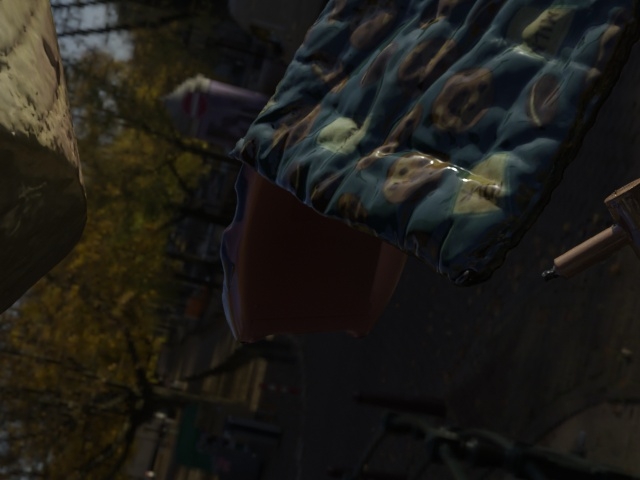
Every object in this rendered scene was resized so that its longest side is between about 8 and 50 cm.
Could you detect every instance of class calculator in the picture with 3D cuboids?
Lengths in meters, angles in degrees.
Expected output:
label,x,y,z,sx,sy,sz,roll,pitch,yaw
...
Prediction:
label,x,y,z,sx,sy,sz,roll,pitch,yaw
calculator,0.000,0.000,1.125,0.048,0.220,0.330,-107,21,-48

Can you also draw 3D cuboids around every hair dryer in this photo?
label,x,y,z,sx,sy,sz,roll,pitch,yaw
hair dryer,0.374,0.010,1.329,0.181,0.117,0.064,-31,0,11

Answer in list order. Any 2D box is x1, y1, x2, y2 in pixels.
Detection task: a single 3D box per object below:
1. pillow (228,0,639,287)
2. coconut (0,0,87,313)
label,x,y,z,sx,sy,sz,roll,pitch,yaw
pillow,0.057,-0.090,0.588,0.189,0.034,0.255,-56,39,-3
coconut,-0.288,-0.042,0.588,0.329,0.329,0.329,-166,90,-82
